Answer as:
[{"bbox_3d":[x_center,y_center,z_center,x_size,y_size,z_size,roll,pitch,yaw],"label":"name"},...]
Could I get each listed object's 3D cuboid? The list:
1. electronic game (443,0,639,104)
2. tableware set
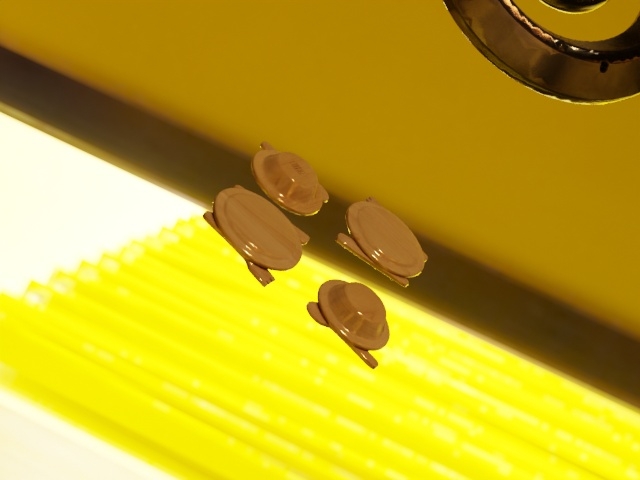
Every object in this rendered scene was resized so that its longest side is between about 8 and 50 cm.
[{"bbox_3d":[0.178,-0.207,1.212,0.229,0.229,0.048,-60,12,-27],"label":"electronic game"},{"bbox_3d":[0.000,0.000,1.061,0.020,0.141,0.168,-48,7,30],"label":"tableware set"}]
